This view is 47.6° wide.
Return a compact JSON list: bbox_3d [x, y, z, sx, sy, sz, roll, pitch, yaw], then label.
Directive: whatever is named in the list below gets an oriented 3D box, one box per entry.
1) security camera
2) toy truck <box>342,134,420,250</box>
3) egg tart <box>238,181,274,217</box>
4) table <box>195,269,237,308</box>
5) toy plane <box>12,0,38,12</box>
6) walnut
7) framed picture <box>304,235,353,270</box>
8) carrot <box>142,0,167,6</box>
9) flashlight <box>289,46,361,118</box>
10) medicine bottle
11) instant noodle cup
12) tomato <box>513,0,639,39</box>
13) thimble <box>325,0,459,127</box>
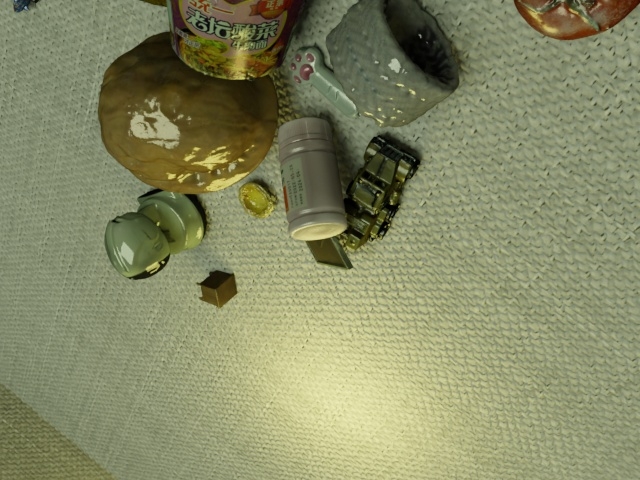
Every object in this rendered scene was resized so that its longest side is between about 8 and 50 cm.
[{"bbox_3d":[-0.450,-0.013,1.933,0.197,0.277,0.191,-11,111,36],"label":"security camera"},{"bbox_3d":[0.116,-0.104,1.628,0.127,0.127,0.257,33,127,12],"label":"toy truck"},{"bbox_3d":[-0.160,-0.107,1.851,0.105,0.039,0.105,16,126,23],"label":"egg tart"},{"bbox_3d":[-0.298,0.135,2.064,0.082,0.083,0.070,15,128,29],"label":"table"},{"bbox_3d":[-0.753,-0.648,1.866,0.054,0.062,0.167,47,121,-2],"label":"toy plane"},{"bbox_3d":[-0.305,-0.282,1.618,0.384,0.383,0.383,16,126,23],"label":"walnut"},{"bbox_3d":[0.000,0.000,1.767,0.150,0.015,0.203,61,162,-13],"label":"framed picture"},{"bbox_3d":[-0.389,-0.585,1.664,0.173,0.082,0.082,18,127,19],"label":"carrot"},{"bbox_3d":[0.016,-0.340,1.588,0.200,0.047,0.093,41,131,4],"label":"flashlight"},{"bbox_3d":[-0.021,-0.135,1.610,0.133,0.133,0.249,-20,71,39],"label":"medicine bottle"},{"bbox_3d":[-0.173,-0.502,1.445,0.340,0.340,0.266,32,141,11],"label":"instant noodle cup"},{"bbox_3d":[0.416,-0.445,1.181,0.232,0.188,0.232,22,144,18],"label":"tomato"},{"bbox_3d":[0.136,-0.348,1.397,0.157,0.217,0.245,-34,90,40],"label":"thimble"}]
